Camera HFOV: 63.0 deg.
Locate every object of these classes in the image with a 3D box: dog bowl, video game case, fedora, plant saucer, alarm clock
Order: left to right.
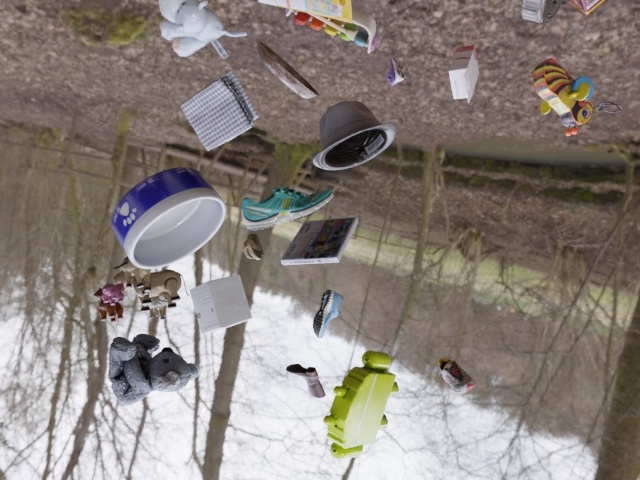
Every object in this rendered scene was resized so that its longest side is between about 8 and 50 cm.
[{"bbox_3d":[-0.371,-0.053,1.292,0.104,0.265,0.265,51,-168,17],"label":"dog bowl"},{"bbox_3d":[-0.133,-0.645,2.015,0.310,0.050,0.311,38,-164,-13],"label":"plant saucer"},{"bbox_3d":[0.000,0.000,1.541,0.183,0.023,0.201,-4,-146,27],"label":"video game case"},{"bbox_3d":[0.078,-0.295,1.413,0.243,0.124,0.275,-25,169,18],"label":"fedora"},{"bbox_3d":[0.532,-0.590,1.249,0.192,0.129,0.064,-10,-145,-46],"label":"alarm clock"}]

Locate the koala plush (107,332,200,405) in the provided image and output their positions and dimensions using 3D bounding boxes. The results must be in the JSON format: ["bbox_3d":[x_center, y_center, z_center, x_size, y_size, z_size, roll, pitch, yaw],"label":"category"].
[{"bbox_3d":[-0.474,0.383,1.515,0.221,0.204,0.196,3,176,8],"label":"koala plush"}]

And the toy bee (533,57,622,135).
[{"bbox_3d":[0.764,-0.411,1.577,0.298,0.162,0.195,25,172,8],"label":"toy bee"}]

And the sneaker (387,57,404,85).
[{"bbox_3d":[0.322,-0.749,2.316,0.068,0.170,0.071,36,128,-28],"label":"sneaker"}]

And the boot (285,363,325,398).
[{"bbox_3d":[-0.043,0.421,1.552,0.106,0.114,0.037,2,-144,31],"label":"boot"}]

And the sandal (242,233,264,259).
[{"bbox_3d":[-0.192,0.021,1.467,0.049,0.072,0.180,-13,180,-2],"label":"sandal"}]

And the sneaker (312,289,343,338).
[{"bbox_3d":[0.029,0.240,1.657,0.073,0.162,0.063,18,-171,-26],"label":"sneaker"}]

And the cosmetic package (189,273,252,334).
[{"bbox_3d":[-0.384,0.246,2.012,0.151,0.184,0.151,-11,170,-43],"label":"cosmetic package"}]

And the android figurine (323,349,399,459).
[{"bbox_3d":[0.092,0.367,1.164,0.056,0.248,0.272,17,176,34],"label":"android figurine"}]

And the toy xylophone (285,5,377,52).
[{"bbox_3d":[0.039,-0.715,1.701,0.322,0.081,0.236,29,-139,2],"label":"toy xylophone"}]

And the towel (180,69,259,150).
[{"bbox_3d":[-0.422,-0.530,2.171,0.283,0.235,0.121,-23,-167,32],"label":"towel"}]

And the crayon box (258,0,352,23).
[{"bbox_3d":[-0.044,-0.761,1.494,0.322,0.083,0.203,21,156,18],"label":"crayon box"}]

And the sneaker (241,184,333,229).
[{"bbox_3d":[-0.094,-0.110,1.515,0.275,0.110,0.107,-16,-174,-10],"label":"sneaker"}]

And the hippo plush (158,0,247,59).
[{"bbox_3d":[-0.462,-0.749,1.812,0.294,0.234,0.236,45,-164,-6],"label":"hippo plush"}]

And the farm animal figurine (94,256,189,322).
[{"bbox_3d":[-0.622,0.147,1.820,0.326,0.172,0.330,7,147,-43],"label":"farm animal figurine"}]

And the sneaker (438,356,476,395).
[{"bbox_3d":[0.510,0.515,1.992,0.093,0.088,0.225,57,171,-11],"label":"sneaker"}]

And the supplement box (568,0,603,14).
[{"bbox_3d":[0.718,-0.719,1.402,0.188,0.104,0.081,29,-154,-50],"label":"supplement box"}]

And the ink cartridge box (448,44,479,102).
[{"bbox_3d":[0.499,-0.577,1.824,0.067,0.198,0.115,1,136,28],"label":"ink cartridge box"}]
